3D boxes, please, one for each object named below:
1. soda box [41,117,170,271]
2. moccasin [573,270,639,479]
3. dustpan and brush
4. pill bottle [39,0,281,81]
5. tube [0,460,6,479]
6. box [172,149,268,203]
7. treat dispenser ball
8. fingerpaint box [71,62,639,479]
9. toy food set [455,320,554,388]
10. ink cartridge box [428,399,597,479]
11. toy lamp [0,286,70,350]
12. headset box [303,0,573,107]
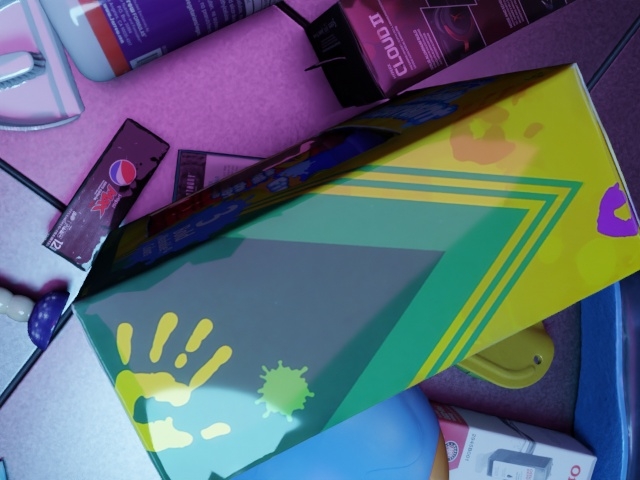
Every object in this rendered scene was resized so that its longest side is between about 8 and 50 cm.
[{"bbox_3d":[-0.235,-0.051,1.047,0.060,0.053,0.168,34,91,-13],"label":"soda box"},{"bbox_3d":[0.388,0.185,1.143,0.117,0.138,0.341,0,98,-14],"label":"moccasin"},{"bbox_3d":[-0.376,-0.170,1.004,0.211,0.060,0.147,-19,100,-7],"label":"dustpan and brush"},{"bbox_3d":[-0.133,-0.304,0.969,0.323,0.181,0.181,-27,100,-6],"label":"pill bottle"},{"bbox_3d":[-0.367,0.361,1.079,0.080,0.052,0.207,-20,95,-12],"label":"tube"},{"bbox_3d":[-0.045,-0.042,1.077,0.245,0.060,0.100,6,96,-10],"label":"box"},{"bbox_3d":[-0.008,0.245,1.001,0.288,0.288,0.288,-1,97,-10],"label":"treat dispenser ball"},{"bbox_3d":[0.000,0.000,0.832,0.371,0.445,0.163,-26,100,-5],"label":"fingerpaint box"},{"bbox_3d":[0.174,0.097,1.135,0.218,0.071,0.128,29,67,-14],"label":"toy food set"},{"bbox_3d":[0.201,0.297,1.146,0.218,0.092,0.158,15,94,-13],"label":"ink cartridge box"},{"bbox_3d":[-0.414,0.040,1.015,0.275,0.080,0.080,23,92,-11],"label":"toy lamp"},{"bbox_3d":[0.121,-0.242,1.002,0.293,0.218,0.110,-28,100,-5],"label":"headset box"}]
